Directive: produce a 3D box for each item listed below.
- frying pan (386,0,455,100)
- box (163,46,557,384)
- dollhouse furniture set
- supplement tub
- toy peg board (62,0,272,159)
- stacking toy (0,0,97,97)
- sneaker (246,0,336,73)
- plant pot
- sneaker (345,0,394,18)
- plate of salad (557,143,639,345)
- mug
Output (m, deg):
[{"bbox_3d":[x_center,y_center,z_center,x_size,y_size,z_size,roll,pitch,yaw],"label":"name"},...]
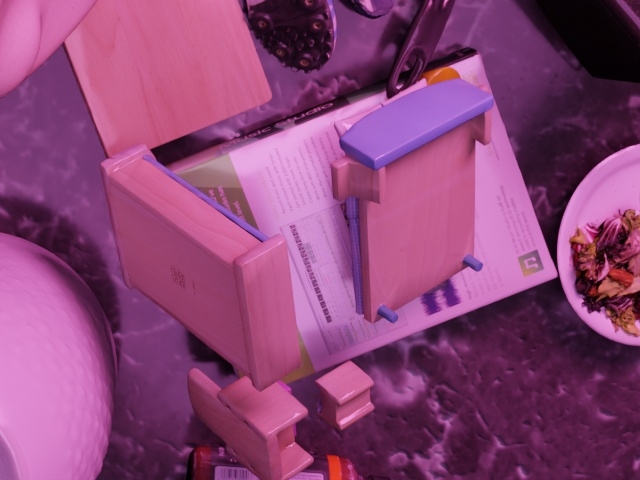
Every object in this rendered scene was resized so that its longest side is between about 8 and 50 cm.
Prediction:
[{"bbox_3d":[0.161,-0.285,1.357,0.197,0.053,0.326,1,106,-20],"label":"frying pan"},{"bbox_3d":[0.035,-0.016,1.409,0.322,0.058,0.232,-21,103,-3],"label":"box"},{"bbox_3d":[0.000,0.000,1.346,0.303,0.198,0.286,-30,135,-28],"label":"dollhouse furniture set"},{"bbox_3d":[-0.031,0.254,1.433,0.198,0.106,0.106,6,101,-8],"label":"supplement tub"},{"bbox_3d":[-0.152,-0.174,1.356,0.160,0.079,0.161,-24,104,-17],"label":"toy peg board"},{"bbox_3d":[-0.356,-0.357,1.117,0.480,0.350,0.350,34,97,1],"label":"stacking toy"},{"bbox_3d":[-0.041,-0.262,1.335,0.085,0.086,0.237,-11,118,26],"label":"sneaker"},{"bbox_3d":[0.271,-0.259,1.299,0.167,0.187,0.188,37,89,-16],"label":"plant pot"},{"bbox_3d":[0.035,-0.338,1.316,0.122,0.110,0.283,-18,103,-6],"label":"sneaker"},{"bbox_3d":[0.322,0.006,1.435,0.200,0.048,0.200,-3,101,-16],"label":"plate of salad"},{"bbox_3d":[-0.362,0.157,1.262,0.374,0.328,0.276,-5,102,-5],"label":"mug"}]
